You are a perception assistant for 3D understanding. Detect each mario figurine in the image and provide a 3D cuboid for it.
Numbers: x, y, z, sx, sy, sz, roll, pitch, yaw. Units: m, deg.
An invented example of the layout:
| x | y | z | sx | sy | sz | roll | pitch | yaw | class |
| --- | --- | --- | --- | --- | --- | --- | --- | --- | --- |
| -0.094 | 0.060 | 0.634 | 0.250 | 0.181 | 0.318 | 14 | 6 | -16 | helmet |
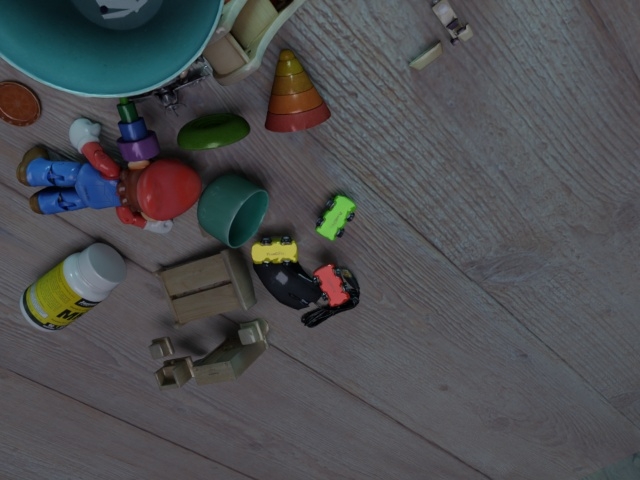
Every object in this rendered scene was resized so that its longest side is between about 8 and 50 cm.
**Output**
| x | y | z | sx | sy | sz | roll | pitch | yaw | class |
| --- | --- | --- | --- | --- | --- | --- | --- | --- | --- |
| -0.380 | -0.115 | 1.000 | 0.321 | 0.169 | 0.198 | 3 | 163 | 6 | mario figurine |

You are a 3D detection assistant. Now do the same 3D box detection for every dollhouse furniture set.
| x | y | z | sx | sy | sz | roll | pitch | yaw | class |
| --- | --- | --- | --- | --- | --- | --- | --- | --- | --- |
| 0.184 | -0.347 | 0.883 | 0.114 | 0.091 | 0.081 | -34 | 106 | 22 | dollhouse furniture set |
| -0.270 | 0.132 | 1.215 | 0.304 | 0.174 | 0.355 | -15 | 97 | 22 | dollhouse furniture set |

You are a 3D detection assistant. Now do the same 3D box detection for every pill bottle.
| x | y | z | sx | sy | sz | roll | pitch | yaw | class |
| --- | --- | --- | --- | --- | --- | --- | --- | --- | --- |
| -0.524 | 0.099 | 1.118 | 0.209 | 0.119 | 0.119 | -33 | 122 | 18 | pill bottle |

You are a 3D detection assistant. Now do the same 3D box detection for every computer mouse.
| x | y | z | sx | sy | sz | roll | pitch | yaw | class |
| --- | --- | --- | --- | --- | --- | --- | --- | --- | --- |
| -0.021 | 0.106 | 1.201 | 0.184 | 0.060 | 0.262 | -28 | 124 | 16 | computer mouse |

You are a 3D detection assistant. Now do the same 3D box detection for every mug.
| x | y | z | sx | sy | sz | roll | pitch | yaw | class |
| --- | --- | --- | --- | --- | --- | --- | --- | --- | --- |
| -0.180 | -0.055 | 1.030 | 0.098 | 0.129 | 0.157 | 31 | 135 | 15 | mug |

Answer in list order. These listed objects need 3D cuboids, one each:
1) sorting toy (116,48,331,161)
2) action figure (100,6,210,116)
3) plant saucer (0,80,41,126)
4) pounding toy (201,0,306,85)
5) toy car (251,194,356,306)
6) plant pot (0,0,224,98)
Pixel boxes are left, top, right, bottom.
| x | y | z | sx | sy | sz | roll | pitch | yaw | class |
| --- | --- | --- | --- | --- | --- | --- | --- | --- | --- |
| -0.168 | -0.234 | 0.883 | 0.366 | 0.127 | 0.126 | -13 | 121 | -7 | sorting toy |
| -0.293 | -0.322 | 0.845 | 0.186 | 0.099 | 0.284 | -22 | 130 | -3 | action figure |
| -0.542 | -0.243 | 0.933 | 0.084 | 0.013 | 0.083 | -2 | 127 | -3 | plant saucer |
| -0.144 | -0.334 | 0.760 | 0.269 | 0.154 | 0.155 | -48 | 126 | -8 | pounding toy |
| 0.000 | 0.000 | 1.112 | 0.239 | 0.053 | 0.224 | 30 | 106 | -12 | toy car |
| -0.267 | -0.333 | 0.645 | 0.291 | 0.195 | 0.289 | -5 | 111 | -12 | plant pot |
